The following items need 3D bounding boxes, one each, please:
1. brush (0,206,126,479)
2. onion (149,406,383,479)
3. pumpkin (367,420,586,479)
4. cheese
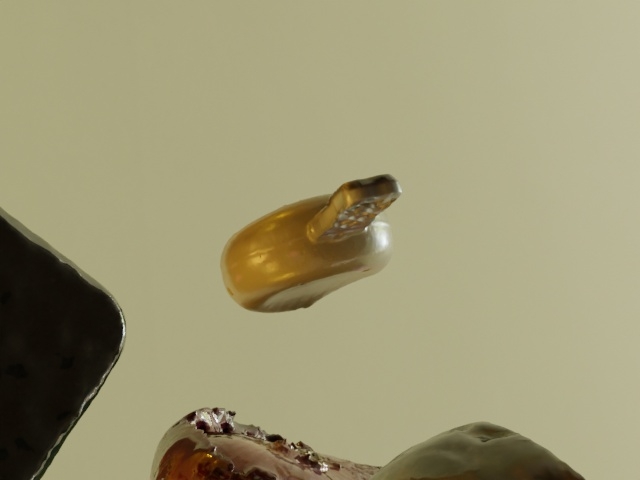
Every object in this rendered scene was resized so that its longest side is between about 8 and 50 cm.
[{"bbox_3d":[-0.151,0.066,0.306,0.123,0.059,0.197,39,-121,-20],"label":"brush"},{"bbox_3d":[-0.035,0.237,0.907,0.248,0.248,0.161,2,-76,-31],"label":"onion"},{"bbox_3d":[0.104,0.278,0.704,0.225,0.256,0.303,-34,-64,-21],"label":"pumpkin"},{"bbox_3d":[0.005,-0.001,0.599,0.092,0.171,0.048,-9,-105,-40],"label":"cheese"}]
